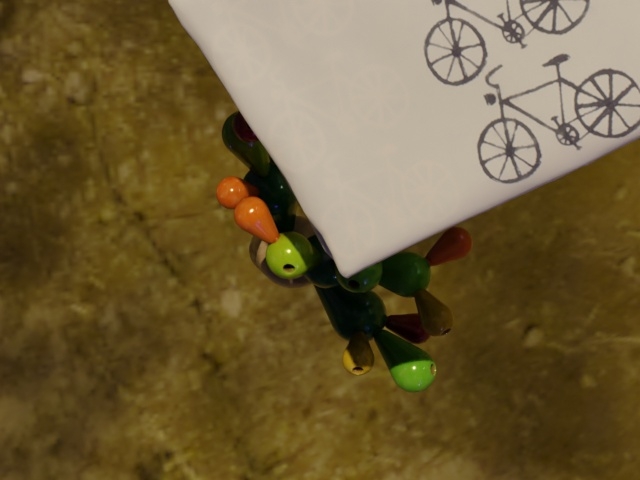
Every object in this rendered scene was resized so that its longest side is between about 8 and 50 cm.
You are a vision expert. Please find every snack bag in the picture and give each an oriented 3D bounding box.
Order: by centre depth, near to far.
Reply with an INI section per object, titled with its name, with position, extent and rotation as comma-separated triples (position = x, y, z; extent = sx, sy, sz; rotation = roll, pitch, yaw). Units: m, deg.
[snack bag]
position = 0.029, -0.177, 0.626
extent = 0.323, 0.037, 0.342
rotation = -26, 99, 41

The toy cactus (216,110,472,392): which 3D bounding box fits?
[toy cactus]
position = 0.000, 0.000, 0.935
extent = 0.219, 0.112, 0.180
rotation = 44, 168, -17
